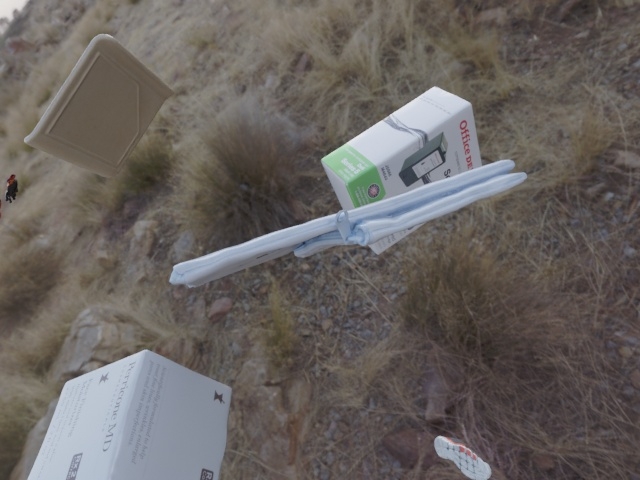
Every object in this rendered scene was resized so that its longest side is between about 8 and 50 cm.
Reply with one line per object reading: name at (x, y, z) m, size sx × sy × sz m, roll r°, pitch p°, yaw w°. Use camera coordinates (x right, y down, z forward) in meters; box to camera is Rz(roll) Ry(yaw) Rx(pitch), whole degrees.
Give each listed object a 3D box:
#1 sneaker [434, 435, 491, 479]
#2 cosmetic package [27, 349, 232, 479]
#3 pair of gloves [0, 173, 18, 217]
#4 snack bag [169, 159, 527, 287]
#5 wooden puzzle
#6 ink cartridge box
sneaker at (0.332, 0.483, 1.039) m, size 0.158 × 0.065 × 0.061 m, roll 11°, pitch 98°, yaw 62°
cosmetic package at (-0.236, 0.255, 0.584) m, size 0.184 × 0.151 × 0.151 m, roll -26°, pitch 43°, yaw 28°
pair of gloves at (-0.572, -0.074, 0.825) m, size 0.074 × 0.010 × 0.083 m, roll -42°, pitch 26°, yaw 53°
snack bag at (0.000, 0.000, 0.534) m, size 0.342 × 0.037 × 0.323 m, roll -18°, pitch -1°, yaw -15°
wooden puzzle at (-0.416, -0.247, 0.882) m, size 0.044 × 0.221 × 0.238 m, roll 37°, pitch 91°, yaw 16°
ink cartridge box at (0.168, -0.135, 0.893) m, size 0.273 × 0.198 × 0.115 m, roll -34°, pitch 42°, yaw -5°
